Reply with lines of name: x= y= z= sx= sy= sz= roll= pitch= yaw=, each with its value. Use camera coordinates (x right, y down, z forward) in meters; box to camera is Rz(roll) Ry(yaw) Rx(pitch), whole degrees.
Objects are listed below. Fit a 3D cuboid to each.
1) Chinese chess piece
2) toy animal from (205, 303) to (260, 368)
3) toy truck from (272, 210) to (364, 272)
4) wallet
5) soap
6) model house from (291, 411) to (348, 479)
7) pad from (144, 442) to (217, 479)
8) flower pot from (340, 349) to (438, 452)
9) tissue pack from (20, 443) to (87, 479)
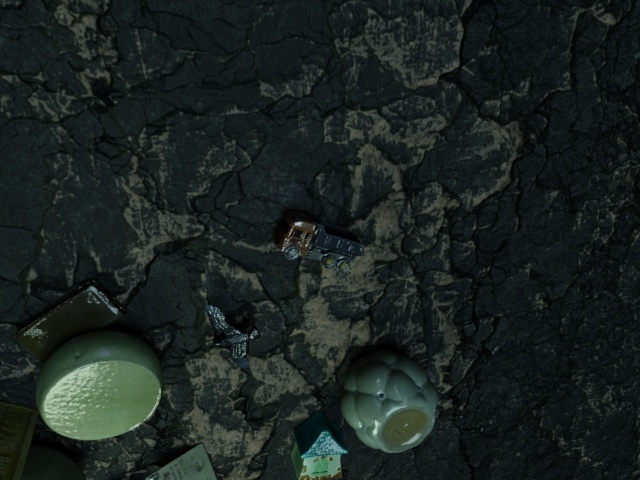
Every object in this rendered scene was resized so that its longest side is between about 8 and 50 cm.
Chinese chess piece: x=-0.461 y=0.306 z=1.125 sx=0.250 sy=0.101 sz=0.251 roll=-12 pitch=126 yaw=-17
toy animal: x=-0.192 y=0.215 z=1.206 sx=0.107 sy=0.062 sz=0.220 roll=-21 pitch=125 yaw=-7
toy truck: x=0.000 y=0.000 z=1.151 sx=0.192 sy=0.083 sz=0.092 roll=15 pitch=110 yaw=-24
wallet: x=-0.518 y=0.172 z=1.105 sx=0.198 sy=0.031 sz=0.110 roll=-33 pitch=119 yaw=0
soap: x=-0.640 y=0.432 z=1.066 sx=0.092 sy=0.252 sz=0.037 roll=24 pitch=109 yaw=-26
model house: x=-0.004 y=0.538 z=1.395 sx=0.126 sy=0.100 sz=0.149 roll=1 pitch=112 yaw=-18
pad: x=-0.327 y=0.660 z=1.348 sx=0.159 sy=0.009 sz=0.265 roll=-26 pitch=112 yaw=-31
flower pot: x=0.172 y=0.400 z=1.327 sx=0.245 sy=0.195 sz=0.246 roll=-7 pitch=115 yaw=-14
tissue pack: x=-0.655 y=0.631 z=1.147 sx=0.235 sy=0.229 sz=0.333 roll=25 pitch=94 yaw=-13
